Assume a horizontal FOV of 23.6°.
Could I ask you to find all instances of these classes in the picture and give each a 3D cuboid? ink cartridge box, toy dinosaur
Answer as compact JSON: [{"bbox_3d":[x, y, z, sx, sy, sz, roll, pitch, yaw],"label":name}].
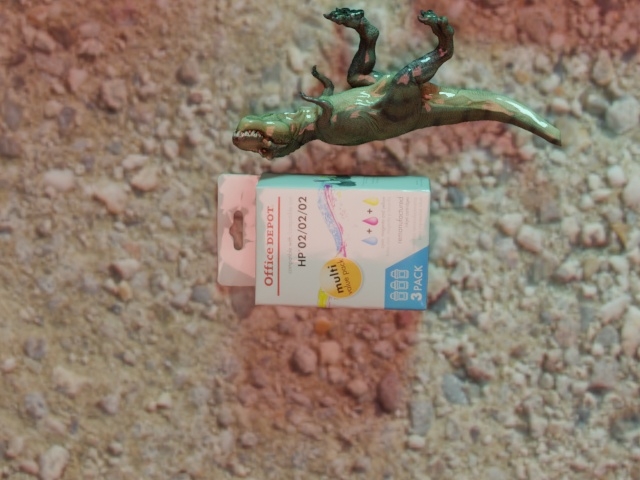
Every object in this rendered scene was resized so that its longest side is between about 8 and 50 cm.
[{"bbox_3d":[0.000,0.000,1.282,0.181,0.061,0.104,1,104,3],"label":"ink cartridge box"},{"bbox_3d":[0.060,-0.129,1.252,0.268,0.064,0.118,-3,110,2],"label":"toy dinosaur"}]
